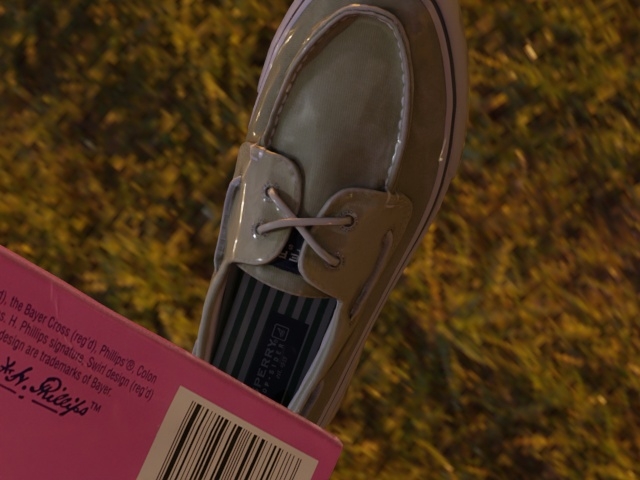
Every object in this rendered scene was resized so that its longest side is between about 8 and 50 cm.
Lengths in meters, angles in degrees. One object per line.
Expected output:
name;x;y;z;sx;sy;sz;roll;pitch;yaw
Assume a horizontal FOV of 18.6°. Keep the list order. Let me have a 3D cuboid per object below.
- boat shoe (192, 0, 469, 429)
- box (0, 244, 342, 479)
boat shoe;0.000;0.000;0.988;0.109;0.094;0.302;18;115;7
box;-0.157;0.056;0.700;0.243;0.213;0.117;16;78;41
